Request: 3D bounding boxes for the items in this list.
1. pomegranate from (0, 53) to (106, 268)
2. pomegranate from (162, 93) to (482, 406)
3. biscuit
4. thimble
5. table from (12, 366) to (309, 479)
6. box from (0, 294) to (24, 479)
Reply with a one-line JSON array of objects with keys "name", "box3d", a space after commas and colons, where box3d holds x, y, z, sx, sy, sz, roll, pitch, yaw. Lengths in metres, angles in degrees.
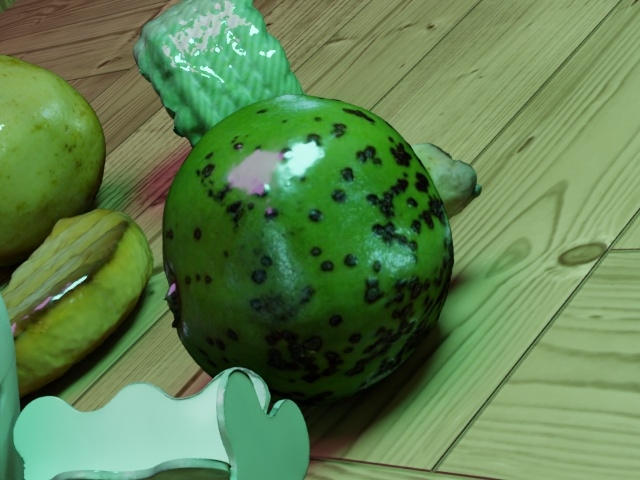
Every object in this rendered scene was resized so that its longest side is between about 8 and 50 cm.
[{"name": "pomegranate", "box3d": [-0.407, -0.101, 1.851, 0.307, 0.307, 0.307, -26, 23, 12]}, {"name": "pomegranate", "box3d": [0.000, 0.000, 1.190, 0.270, 0.254, 0.254, -28, 21, -19]}, {"name": "biscuit", "box3d": [-0.272, 0.072, 1.545, 0.213, 0.091, 0.274, -9, 29, 46]}, {"name": "thimble", "box3d": [-0.106, -0.174, 1.696, 0.150, 0.219, 0.219, -31, 23, 0]}, {"name": "table", "box3d": [-0.124, 0.175, 1.014, 0.198, 0.167, 0.166, -10, 29, 21]}, {"name": "box", "box3d": [-0.306, 0.193, 1.049, 0.141, 0.349, 0.289, 12, 37, 13]}]
